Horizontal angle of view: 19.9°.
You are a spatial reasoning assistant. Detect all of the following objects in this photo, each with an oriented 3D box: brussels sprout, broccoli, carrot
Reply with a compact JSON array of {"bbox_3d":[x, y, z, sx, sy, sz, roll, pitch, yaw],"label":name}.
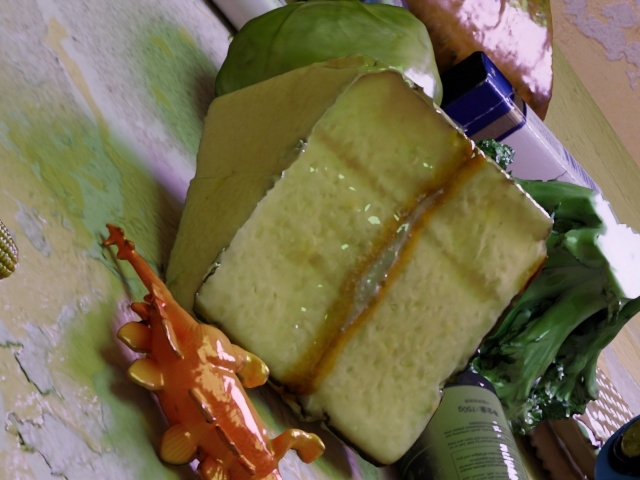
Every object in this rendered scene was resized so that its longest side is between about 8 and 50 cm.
[{"bbox_3d":[0.010,-0.143,1.672,0.223,0.223,0.161,-97,162,-55],"label":"brussels sprout"},{"bbox_3d":[0.179,0.051,1.704,0.294,0.245,0.265,47,31,-27],"label":"broccoli"},{"bbox_3d":[0.132,-0.259,2.117,0.340,0.241,0.241,42,23,-31],"label":"carrot"}]

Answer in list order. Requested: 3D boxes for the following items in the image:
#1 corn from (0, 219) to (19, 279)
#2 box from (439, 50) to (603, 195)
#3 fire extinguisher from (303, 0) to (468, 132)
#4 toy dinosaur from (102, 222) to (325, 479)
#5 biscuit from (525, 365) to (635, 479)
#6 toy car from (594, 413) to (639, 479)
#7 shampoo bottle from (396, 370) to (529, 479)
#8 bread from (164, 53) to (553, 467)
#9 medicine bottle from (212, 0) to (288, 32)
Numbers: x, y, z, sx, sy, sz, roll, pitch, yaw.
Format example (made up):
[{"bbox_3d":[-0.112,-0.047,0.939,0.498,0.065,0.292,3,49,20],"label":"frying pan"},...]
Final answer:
[{"bbox_3d":[-0.222,-0.015,1.129,0.092,0.037,0.037,53,18,-20],"label":"corn"},{"bbox_3d":[0.189,-0.077,2.065,0.259,0.168,0.071,46,22,-30],"label":"box"},{"bbox_3d":[0.065,-0.203,1.893,0.105,0.141,0.341,-17,91,-55],"label":"fire extinguisher"},{"bbox_3d":[-0.087,0.093,1.239,0.288,0.070,0.117,56,18,17],"label":"toy dinosaur"},{"bbox_3d":[0.289,0.211,1.955,0.259,0.079,0.259,48,20,-24],"label":"biscuit"},{"bbox_3d":[0.311,0.303,1.706,0.198,0.166,0.314,48,37,-24],"label":"toy car"},{"bbox_3d":[0.133,0.240,1.478,0.101,0.101,0.284,37,26,-44],"label":"shampoo bottle"},{"bbox_3d":[0.036,0.021,1.419,0.263,0.198,0.236,41,50,-30],"label":"bread"},{"bbox_3d":[-0.096,-0.270,1.849,0.231,0.059,0.059,49,19,-21],"label":"medicine bottle"}]
